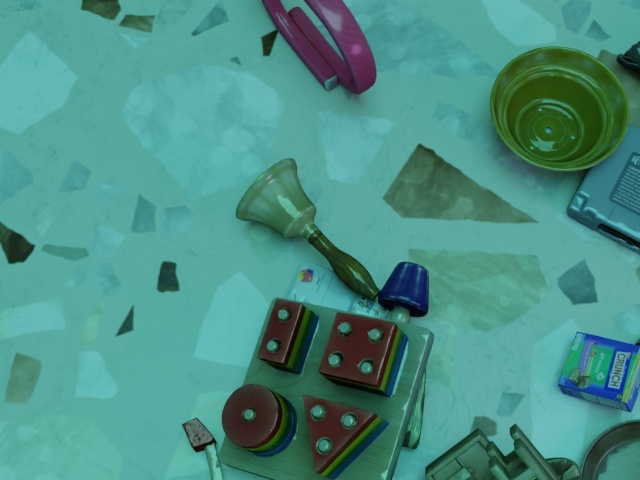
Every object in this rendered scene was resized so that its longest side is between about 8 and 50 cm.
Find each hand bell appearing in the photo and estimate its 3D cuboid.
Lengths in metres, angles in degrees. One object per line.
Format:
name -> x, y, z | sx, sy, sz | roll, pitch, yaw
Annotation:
hand bell -> 0.000, 0.000, 1.643 | 0.126, 0.126, 0.242 | -43, 75, -14

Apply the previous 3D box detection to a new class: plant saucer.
plant saucer -> 0.468, 0.358, 1.567 | 0.199, 0.036, 0.198 | 0, 71, 0

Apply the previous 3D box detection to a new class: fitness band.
fitness band -> -0.015, -0.351, 1.727 | 0.054, 0.209, 0.291 | -35, 74, -11

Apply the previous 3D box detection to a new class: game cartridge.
game cartridge -> 0.559, -0.057, 1.709 | 0.294, 0.060, 0.196 | 29, 76, 9

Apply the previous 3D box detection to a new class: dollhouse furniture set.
dollhouse furniture set -> 0.221, 0.364, 1.422 | 0.212, 0.242, 0.161 | -39, 89, 9

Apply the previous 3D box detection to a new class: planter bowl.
planter bowl -> 0.371, -0.192, 1.735 | 0.217, 0.090, 0.217 | 0, 69, 0

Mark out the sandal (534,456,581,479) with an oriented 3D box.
sandal -> 0.280, 0.340, 1.563 | 0.180, 0.049, 0.072 | -5, 92, 1

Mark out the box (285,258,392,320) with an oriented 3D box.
box -> 0.032, 0.128, 1.646 | 0.186, 0.038, 0.145 | 21, 72, 6

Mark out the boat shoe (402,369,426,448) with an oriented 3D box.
boat shoe -> 0.126, 0.227, 1.601 | 0.049, 0.056, 0.152 | 6, 70, -4

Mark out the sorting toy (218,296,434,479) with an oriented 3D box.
sorting toy -> -0.007, 0.210, 1.504 | 0.257, 0.089, 0.255 | 10, 72, 28

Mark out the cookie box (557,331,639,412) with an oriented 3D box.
cookie box -> 0.416, 0.191, 1.601 | 0.107, 0.040, 0.091 | 12, 68, 34

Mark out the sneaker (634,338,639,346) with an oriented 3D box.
sneaker -> 0.527, 0.202, 1.611 | 0.075, 0.063, 0.170 | -35, 69, -12

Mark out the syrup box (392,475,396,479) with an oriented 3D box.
syrup box -> 0.090, 0.428, 1.508 | 0.093, 0.096, 0.236 | -20, 72, -7

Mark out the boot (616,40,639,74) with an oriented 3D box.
boot -> 0.647, -0.285, 1.773 | 0.263, 0.091, 0.229 | -26, 68, -13

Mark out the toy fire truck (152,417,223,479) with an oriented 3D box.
toy fire truck -> -0.184, 0.366, 1.554 | 0.135, 0.047, 0.192 | -28, 72, -9

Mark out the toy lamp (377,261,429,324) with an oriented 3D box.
toy lamp -> 0.098, 0.163, 1.572 | 0.080, 0.080, 0.274 | 15, 71, 5
